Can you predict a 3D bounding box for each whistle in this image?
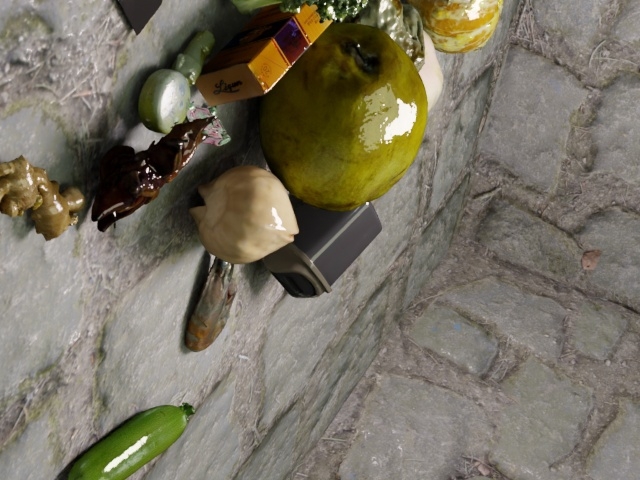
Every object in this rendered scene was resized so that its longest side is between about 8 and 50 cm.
[{"bbox_3d":[-0.235,-0.263,1.393,0.104,0.057,0.198,70,40,-59],"label":"whistle"}]

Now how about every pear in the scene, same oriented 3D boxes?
[{"bbox_3d":[0.039,-0.246,1.737,0.352,0.352,0.413,-51,155,-36],"label":"pear"}]

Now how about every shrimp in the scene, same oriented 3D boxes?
[{"bbox_3d":[-0.225,0.121,1.913,0.164,0.062,0.317,-46,159,-55],"label":"shrimp"}]

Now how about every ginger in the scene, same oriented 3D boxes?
[{"bbox_3d":[-0.400,-0.053,1.190,0.193,0.052,0.176,-48,161,-39],"label":"ginger"}]

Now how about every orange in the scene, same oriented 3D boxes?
[{"bbox_3d":[0.344,-0.638,2.164,0.329,0.249,0.329,7,90,-79],"label":"orange"}]

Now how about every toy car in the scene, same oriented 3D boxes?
[{"bbox_3d":[-0.210,-0.202,1.518,0.055,0.069,0.142,-28,172,19],"label":"toy car"}]

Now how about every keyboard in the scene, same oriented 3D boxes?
[{"bbox_3d":[-0.270,-0.373,1.196,0.074,0.015,0.196,-56,160,-15],"label":"keyboard"}]

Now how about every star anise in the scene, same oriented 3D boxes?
[{"bbox_3d":[-0.280,-0.121,1.353,0.272,0.102,0.272,-43,-174,6],"label":"star anise"}]

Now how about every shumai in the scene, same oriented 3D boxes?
[{"bbox_3d":[0.101,-0.443,1.874,0.203,0.222,0.272,27,64,-61],"label":"shumai"}]

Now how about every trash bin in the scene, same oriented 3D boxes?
[{"bbox_3d":[0.000,0.000,2.109,0.290,0.182,0.209,-44,147,-6],"label":"trash bin"}]

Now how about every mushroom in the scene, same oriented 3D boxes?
[{"bbox_3d":[0.171,-0.407,2.121,0.234,0.254,0.260,-19,-136,49],"label":"mushroom"}]

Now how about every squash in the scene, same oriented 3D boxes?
[{"bbox_3d":[-0.387,0.425,1.794,0.379,0.101,0.101,-25,138,-57],"label":"squash"}]

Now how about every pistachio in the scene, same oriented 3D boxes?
[{"bbox_3d":[-0.140,-0.048,1.681,0.318,0.214,0.193,-2,115,-84],"label":"pistachio"}]

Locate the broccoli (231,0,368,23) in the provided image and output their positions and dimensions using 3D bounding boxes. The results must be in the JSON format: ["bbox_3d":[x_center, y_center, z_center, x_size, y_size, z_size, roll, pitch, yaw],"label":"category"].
[{"bbox_3d":[-0.029,-0.475,1.382,0.288,0.260,0.235,-22,120,-67],"label":"broccoli"}]

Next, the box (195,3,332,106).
[{"bbox_3d":[-0.098,-0.337,1.499,0.070,0.152,0.237,54,53,-29],"label":"box"}]
